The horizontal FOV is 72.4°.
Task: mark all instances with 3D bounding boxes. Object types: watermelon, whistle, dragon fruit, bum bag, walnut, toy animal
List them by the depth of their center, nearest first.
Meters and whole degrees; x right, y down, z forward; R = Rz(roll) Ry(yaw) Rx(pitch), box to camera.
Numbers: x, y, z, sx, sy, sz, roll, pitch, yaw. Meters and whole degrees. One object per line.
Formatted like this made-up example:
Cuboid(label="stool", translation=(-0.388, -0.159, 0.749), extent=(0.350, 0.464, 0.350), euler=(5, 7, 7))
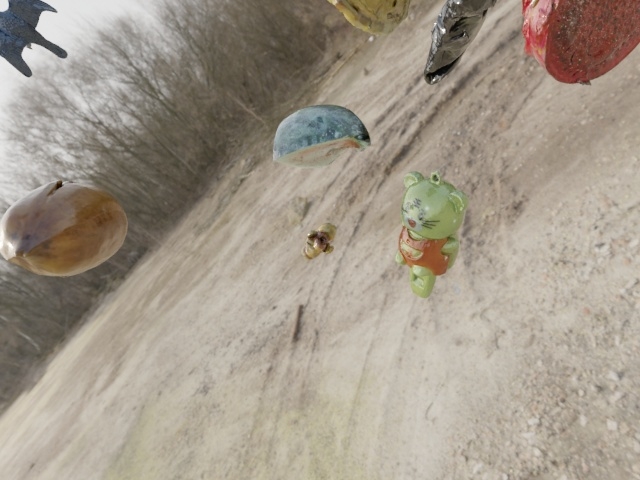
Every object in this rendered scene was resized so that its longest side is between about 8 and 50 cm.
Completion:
Cuboid(label="whistle", translation=(0.201, -0.003, 0.823), extent=(0.106, 0.288, 0.131), euler=(-27, 44, -32))
Cuboid(label="bum bag", translation=(0.283, -0.445, 0.889), extent=(0.144, 0.095, 0.340), euler=(-57, -6, -3))
Cuboid(label="walnut", translation=(-0.537, -0.020, 0.914), extent=(0.209, 0.209, 0.336), euler=(-46, 13, 6))
Cuboid(label="dragon fruit", translation=(0.711, -0.636, 1.188), extent=(0.386, 0.371, 0.249), euler=(-11, 45, -15))
Cuboid(label="toy animal", translation=(-0.895, -0.623, 1.295), extent=(0.176, 0.255, 0.239), euler=(11, 82, 68))
Cuboid(label="watermelon", translation=(-0.017, -0.291, 1.361), extent=(0.320, 0.214, 0.289), euler=(33, 59, 33))

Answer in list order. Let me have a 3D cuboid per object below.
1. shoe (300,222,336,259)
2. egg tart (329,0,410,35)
Cuboid(label="shoe", translation=(0.001, 0.003, 1.069), extent=(0.069, 0.072, 0.109), euler=(-32, -1, 42))
Cuboid(label="egg tart", translation=(0.060, -0.412, 0.530), extent=(0.120, 0.315, 0.315), euler=(-9, 40, 40))
